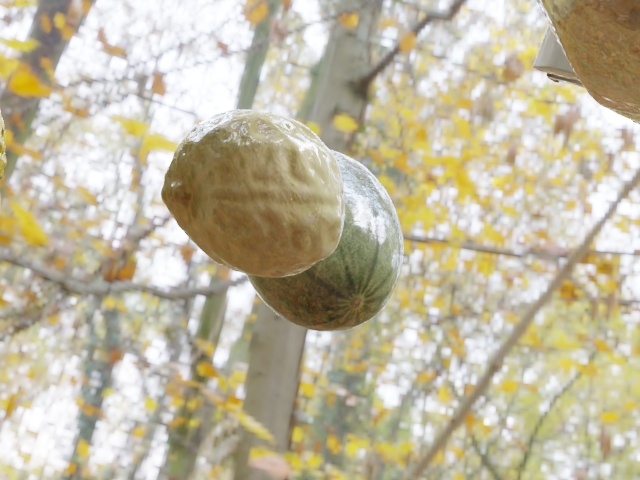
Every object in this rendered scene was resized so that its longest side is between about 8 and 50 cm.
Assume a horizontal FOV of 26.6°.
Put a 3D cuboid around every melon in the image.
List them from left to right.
[{"bbox_3d":[0.000,0.000,1.958,0.237,0.302,0.238,-10,-50,-13],"label":"melon"}]

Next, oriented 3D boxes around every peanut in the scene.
[{"bbox_3d":[-0.058,-0.039,1.138,0.159,0.141,0.109,1,1,23],"label":"peanut"}]

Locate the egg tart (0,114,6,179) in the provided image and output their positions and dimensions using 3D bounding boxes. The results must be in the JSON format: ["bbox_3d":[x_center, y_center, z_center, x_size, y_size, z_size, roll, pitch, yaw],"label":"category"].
[{"bbox_3d":[-0.409,-0.073,1.296,0.116,0.295,0.295,7,-33,15],"label":"egg tart"}]

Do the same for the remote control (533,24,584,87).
[{"bbox_3d":[0.309,-0.154,1.097,0.277,0.103,0.055,22,3,40],"label":"remote control"}]

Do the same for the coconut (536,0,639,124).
[{"bbox_3d":[0.232,-0.176,0.719,0.259,0.259,0.259,9,-33,6],"label":"coconut"}]
